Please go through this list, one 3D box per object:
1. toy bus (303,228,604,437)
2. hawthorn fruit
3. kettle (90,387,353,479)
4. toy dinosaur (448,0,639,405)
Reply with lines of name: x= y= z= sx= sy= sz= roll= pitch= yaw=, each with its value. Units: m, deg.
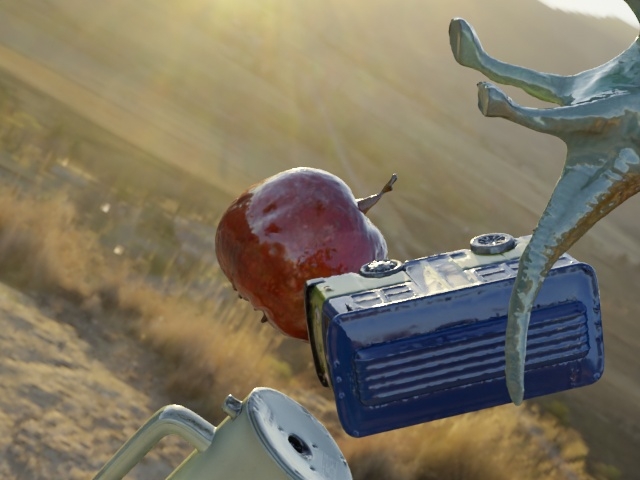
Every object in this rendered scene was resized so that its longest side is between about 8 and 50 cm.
toy bus: x=0.137 y=0.094 z=1.184 sx=0.288 sy=0.138 sz=0.175 roll=-12 pitch=18 yaw=-8
hawthorn fruit: x=0.000 y=0.000 z=1.500 sx=0.242 sy=0.271 sz=0.242 roll=44 pitch=-6 yaw=6
kettle: x=-0.149 y=0.376 z=1.574 sx=0.265 sy=0.318 sz=0.205 roll=30 pitch=23 yaw=-40
toy dinosaur: x=0.186 y=-0.080 z=0.775 sx=0.205 sy=0.393 sz=0.092 roll=13 pitch=-15 yaw=-7
